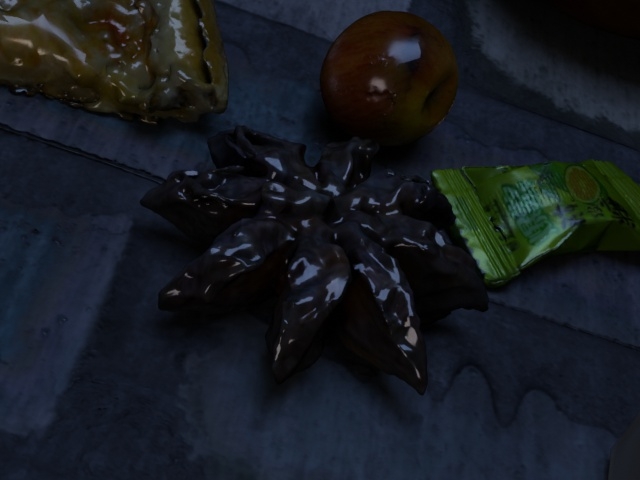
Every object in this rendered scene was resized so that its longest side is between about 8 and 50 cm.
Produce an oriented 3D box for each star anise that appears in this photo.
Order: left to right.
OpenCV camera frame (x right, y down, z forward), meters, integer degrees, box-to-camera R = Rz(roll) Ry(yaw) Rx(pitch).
[{"bbox_3d":[0.000,0.002,1.226,0.331,0.118,0.332,9,42,-8],"label":"star anise"}]

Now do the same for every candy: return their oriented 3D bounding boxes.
[{"bbox_3d":[0.243,-0.033,1.410,0.246,0.069,0.149,-6,51,-28],"label":"candy"}]

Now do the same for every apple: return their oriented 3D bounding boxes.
[{"bbox_3d":[0.074,-0.165,1.413,0.146,0.146,0.146,13,42,-12],"label":"apple"}]

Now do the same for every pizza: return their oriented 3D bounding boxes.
[{"bbox_3d":[-0.286,-0.320,1.386,0.434,0.080,0.392,13,61,-14],"label":"pizza"}]

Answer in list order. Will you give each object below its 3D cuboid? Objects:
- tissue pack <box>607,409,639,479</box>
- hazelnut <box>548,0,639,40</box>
[{"bbox_3d":[0.369,0.225,1.122,0.246,0.159,0.136,24,42,0],"label":"tissue pack"},{"bbox_3d":[0.401,-0.428,1.698,0.402,0.402,0.429,11,38,-14],"label":"hazelnut"}]
